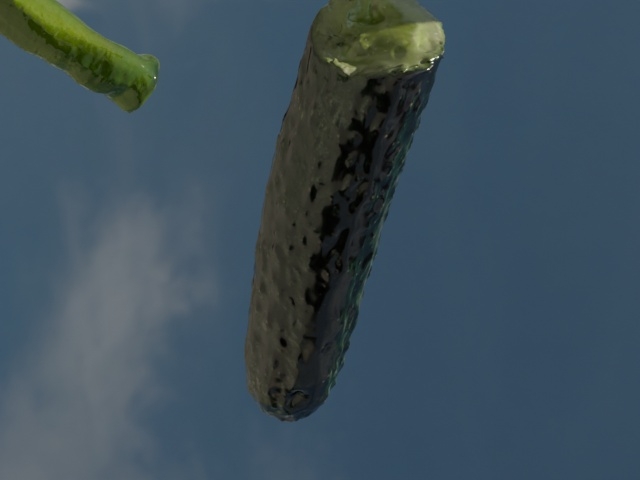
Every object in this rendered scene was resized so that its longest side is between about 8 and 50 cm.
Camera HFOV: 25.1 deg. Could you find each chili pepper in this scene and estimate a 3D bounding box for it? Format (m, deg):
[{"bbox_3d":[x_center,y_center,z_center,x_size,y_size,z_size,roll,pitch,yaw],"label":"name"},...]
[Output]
[{"bbox_3d":[-0.178,-0.147,0.830,0.050,0.201,0.052,-42,-160,14],"label":"chili pepper"}]

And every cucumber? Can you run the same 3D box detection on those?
[{"bbox_3d":[0.000,0.000,0.591,0.052,0.058,0.215,23,-51,10],"label":"cucumber"}]
